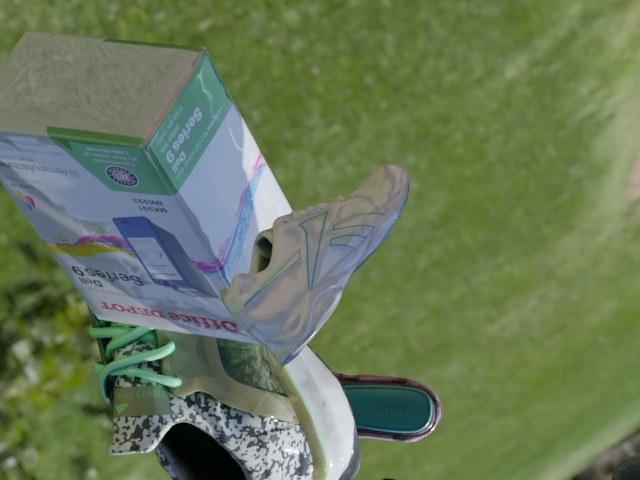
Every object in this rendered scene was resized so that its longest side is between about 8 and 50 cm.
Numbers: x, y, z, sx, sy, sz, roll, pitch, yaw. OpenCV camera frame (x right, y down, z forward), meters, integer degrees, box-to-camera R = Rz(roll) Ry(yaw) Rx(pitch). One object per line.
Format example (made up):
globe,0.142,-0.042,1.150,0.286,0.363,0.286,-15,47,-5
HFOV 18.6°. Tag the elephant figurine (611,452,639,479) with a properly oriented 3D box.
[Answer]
elephant figurine,0.251,0.215,1.291,0.239,0.186,0.169,-12,-155,9

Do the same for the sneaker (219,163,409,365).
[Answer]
sneaker,0.000,0.000,1.116,0.152,0.061,0.054,-52,179,-36

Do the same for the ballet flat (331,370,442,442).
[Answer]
ballet flat,0.002,0.152,1.818,0.221,0.077,0.079,6,169,2

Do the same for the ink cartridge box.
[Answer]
ink cartridge box,-0.117,-0.033,1.317,0.093,0.154,0.212,-63,144,-28

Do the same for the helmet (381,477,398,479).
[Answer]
helmet,0.040,0.253,1.285,0.169,0.169,0.161,-27,148,-15

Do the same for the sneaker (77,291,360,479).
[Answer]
sneaker,-0.120,0.083,1.533,0.158,0.410,0.182,-20,-157,37
